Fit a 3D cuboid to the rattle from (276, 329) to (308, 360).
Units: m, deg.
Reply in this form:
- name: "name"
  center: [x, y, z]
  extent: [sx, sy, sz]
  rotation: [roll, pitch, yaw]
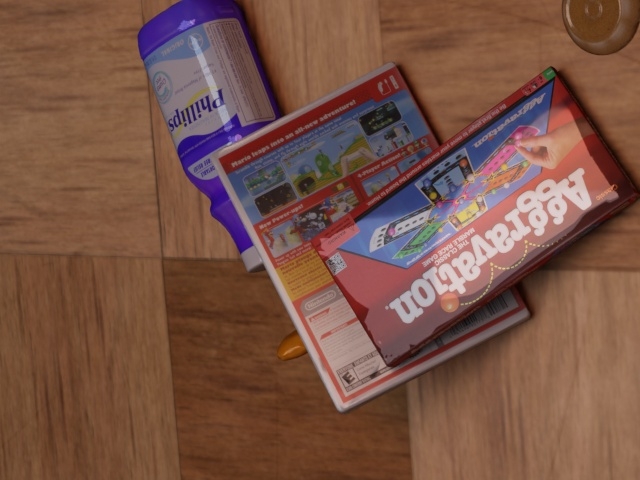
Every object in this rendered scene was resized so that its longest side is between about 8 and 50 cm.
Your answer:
- name: "rattle"
  center: [0.000, 0.000, 1.946]
  extent: [0.130, 0.143, 0.199]
  rotation: [-148, 51, -60]

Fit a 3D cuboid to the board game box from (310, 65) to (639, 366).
- name: "board game box"
  center: [0.139, -0.020, 1.822]
  extent: [0.281, 0.027, 0.145]
  rotation: [-36, 75, 15]

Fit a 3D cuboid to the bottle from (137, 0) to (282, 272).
- name: "bottle"
  center: [-0.094, -0.108, 2.034]
  extent: [0.118, 0.092, 0.282]
  rotation: [-27, 80, 40]

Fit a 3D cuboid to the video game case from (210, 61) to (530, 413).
- name: "video game case"
  center: [0.046, -0.004, 1.898]
  extent: [0.204, 0.025, 0.285]
  rotation: [-27, 77, 1]

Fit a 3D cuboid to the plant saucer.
- name: "plant saucer"
  center: [0.247, -0.207, 1.772]
  extent: [0.083, 0.015, 0.083]
  rotation: [9, 103, 39]
